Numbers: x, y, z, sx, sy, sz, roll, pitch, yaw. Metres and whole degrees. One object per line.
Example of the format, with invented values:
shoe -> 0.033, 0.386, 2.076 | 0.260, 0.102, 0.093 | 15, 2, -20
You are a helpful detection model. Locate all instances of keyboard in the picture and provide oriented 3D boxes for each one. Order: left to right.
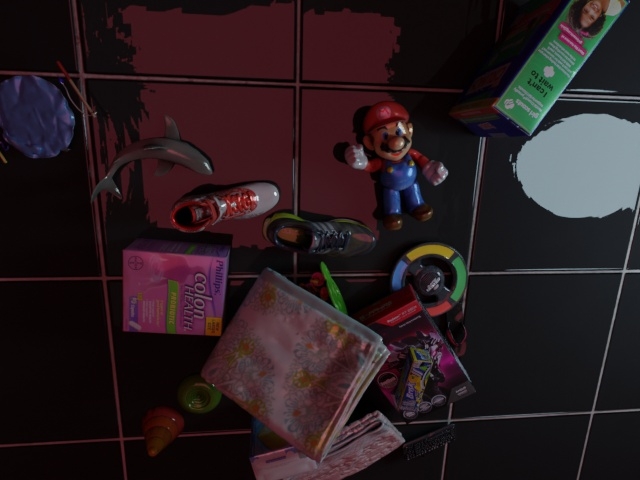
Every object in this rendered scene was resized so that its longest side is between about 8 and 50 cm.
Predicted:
keyboard -> 0.347, 0.647, 1.363 | 0.180, 0.023, 0.108 | -19, 124, -7

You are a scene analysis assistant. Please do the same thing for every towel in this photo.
towel -> -0.066, 0.287, 1.036 | 0.375, 0.090, 0.320 | 30, 83, 17
towel -> 0.071, 0.622, 1.244 | 0.332, 0.053, 0.317 | -29, 141, 1

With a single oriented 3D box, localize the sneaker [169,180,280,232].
sneaker -> -0.228, -0.079, 1.046 | 0.270, 0.145, 0.090 | -9, 106, -5

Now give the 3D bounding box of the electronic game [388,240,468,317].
electronic game -> 0.305, 0.113, 1.214 | 0.230, 0.048, 0.229 | -2, 105, -7

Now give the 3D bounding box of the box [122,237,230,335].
box -> -0.362, 0.118, 1.098 | 0.243, 0.117, 0.213 | 5, 104, -9

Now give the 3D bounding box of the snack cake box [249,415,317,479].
snack cake box -> -0.102, 0.506, 1.158 | 0.152, 0.264, 0.089 | -14, 105, -3

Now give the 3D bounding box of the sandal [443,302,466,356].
sandal -> 0.400, 0.268, 1.271 | 0.067, 0.040, 0.179 | -11, 106, -4

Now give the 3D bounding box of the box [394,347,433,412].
box -> 0.249, 0.375, 1.158 | 0.054, 0.059, 0.168 | 9, 112, -5

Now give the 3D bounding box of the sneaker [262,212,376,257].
sneaker -> 0.000, 0.000, 1.107 | 0.300, 0.121, 0.110 | 4, 105, -8

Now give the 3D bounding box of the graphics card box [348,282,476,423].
graphics card box -> 0.249, 0.330, 1.223 | 0.233, 0.094, 0.370 | -30, 110, 11

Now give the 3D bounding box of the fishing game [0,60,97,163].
fishing game -> -0.654, -0.283, 0.994 | 0.264, 0.041, 0.189 | -27, 106, 9

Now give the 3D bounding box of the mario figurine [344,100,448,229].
mario figurine -> 0.186, -0.179, 1.053 | 0.198, 0.170, 0.320 | -36, 119, -32

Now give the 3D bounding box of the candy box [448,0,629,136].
candy box -> 0.467, -0.398, 0.980 | 0.122, 0.268, 0.317 | 31, 99, -10

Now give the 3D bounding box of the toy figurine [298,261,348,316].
toy figurine -> -0.032, 0.166, 1.166 | 0.159, 0.130, 0.173 | -24, 85, 10

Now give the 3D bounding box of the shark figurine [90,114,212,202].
shark figurine -> -0.418, -0.195, 1.010 | 0.279, 0.116, 0.166 | -17, 105, -4

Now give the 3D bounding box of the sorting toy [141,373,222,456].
sorting toy -> -0.361, 0.471, 1.190 | 0.366, 0.126, 0.127 | -41, 106, 6
